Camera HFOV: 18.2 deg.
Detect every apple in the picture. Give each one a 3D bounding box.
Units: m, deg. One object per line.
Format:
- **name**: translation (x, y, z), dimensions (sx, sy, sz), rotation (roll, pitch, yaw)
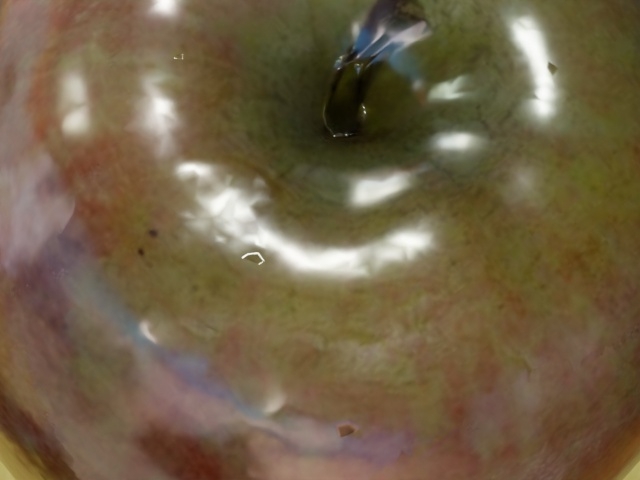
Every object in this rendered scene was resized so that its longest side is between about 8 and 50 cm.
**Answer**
- **apple**: translation (0.000, 0.000, 0.481), dimensions (0.188, 0.174, 0.188), rotation (1, 67, -2)
